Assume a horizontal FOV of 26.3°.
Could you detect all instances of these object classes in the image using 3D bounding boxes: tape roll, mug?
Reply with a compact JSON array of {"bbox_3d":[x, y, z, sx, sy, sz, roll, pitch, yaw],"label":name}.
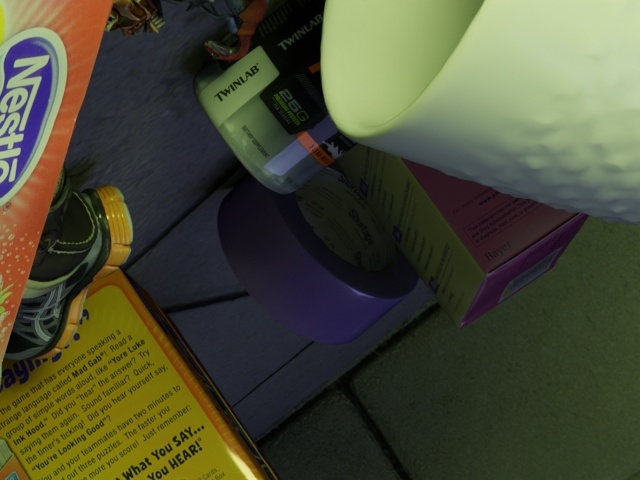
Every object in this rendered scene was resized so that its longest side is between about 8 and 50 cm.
[{"bbox_3d":[0.000,0.000,1.304,0.080,0.189,0.189,-42,166,32],"label":"tape roll"},{"bbox_3d":[0.185,-0.129,0.818,0.328,0.276,0.374,16,160,-19],"label":"mug"}]

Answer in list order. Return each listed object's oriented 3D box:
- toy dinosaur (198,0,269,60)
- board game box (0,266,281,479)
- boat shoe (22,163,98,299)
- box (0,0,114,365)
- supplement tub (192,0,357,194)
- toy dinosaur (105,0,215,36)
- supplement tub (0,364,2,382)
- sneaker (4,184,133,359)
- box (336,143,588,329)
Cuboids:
[{"bbox_3d":[-0.054,-0.147,0.902,0.047,0.090,0.082,-15,130,-18],"label":"toy dinosaur"},{"bbox_3d":[-0.228,0.296,1.417,0.357,0.356,0.356,-35,169,-5],"label":"board game box"},{"bbox_3d":[-0.201,-0.033,0.858,0.092,0.102,0.285,-32,163,10],"label":"boat shoe"},{"bbox_3d":[-0.173,-0.077,0.442,0.142,0.154,0.300,-18,140,-47],"label":"box"},{"bbox_3d":[0.011,-0.131,1.008,0.190,0.117,0.117,-38,168,9],"label":"supplement tub"},{"bbox_3d":[-0.042,-0.207,0.529,0.218,0.164,0.322,-16,167,-15],"label":"toy dinosaur"},{"bbox_3d":[-0.325,0.098,0.731,0.316,0.193,0.194,-29,175,42],"label":"supplement tub"},{"bbox_3d":[-0.228,0.028,1.088,0.083,0.084,0.215,-7,148,-39],"label":"sneaker"},{"bbox_3d":[0.109,-0.069,1.205,0.117,0.243,0.213,-34,167,-9],"label":"box"}]
